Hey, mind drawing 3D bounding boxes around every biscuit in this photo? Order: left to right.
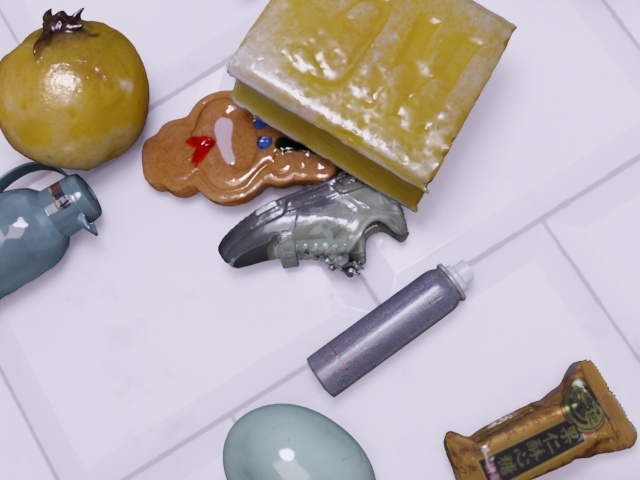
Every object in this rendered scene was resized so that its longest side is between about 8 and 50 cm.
[{"bbox_3d":[-0.124,-0.154,1.217,0.333,0.047,0.202,-11,68,8],"label":"biscuit"}]

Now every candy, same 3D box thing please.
[{"bbox_3d":[0.311,0.280,1.104,0.271,0.101,0.143,-23,86,-5],"label":"candy"}]

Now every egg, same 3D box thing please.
[{"bbox_3d":[-0.029,0.326,1.088,0.231,0.168,0.168,28,84,5],"label":"egg"}]

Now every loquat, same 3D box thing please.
[{"bbox_3d":[-0.379,-0.231,1.177,0.243,0.244,0.244,-1,81,5],"label":"loquat"}]

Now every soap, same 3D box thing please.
[{"bbox_3d":[0.075,-0.253,1.117,0.335,0.156,0.293,32,80,4],"label":"soap"}]

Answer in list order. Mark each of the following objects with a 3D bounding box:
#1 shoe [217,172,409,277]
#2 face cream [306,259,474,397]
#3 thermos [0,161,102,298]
[{"bbox_3d":[0.000,0.001,1.165,0.293,0.109,0.149,-27,74,-4],"label":"shoe"},{"bbox_3d":[0.110,0.126,1.156,0.283,0.073,0.073,-36,80,-1],"label":"face cream"},{"bbox_3d":[-0.487,-0.013,1.202,0.286,0.145,0.182,-32,66,-3],"label":"thermos"}]
